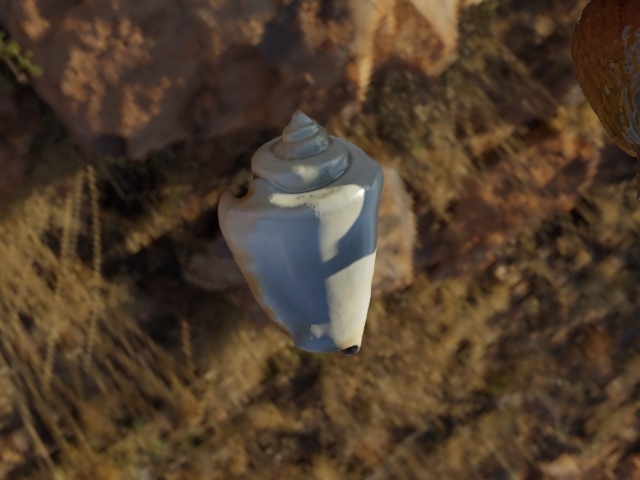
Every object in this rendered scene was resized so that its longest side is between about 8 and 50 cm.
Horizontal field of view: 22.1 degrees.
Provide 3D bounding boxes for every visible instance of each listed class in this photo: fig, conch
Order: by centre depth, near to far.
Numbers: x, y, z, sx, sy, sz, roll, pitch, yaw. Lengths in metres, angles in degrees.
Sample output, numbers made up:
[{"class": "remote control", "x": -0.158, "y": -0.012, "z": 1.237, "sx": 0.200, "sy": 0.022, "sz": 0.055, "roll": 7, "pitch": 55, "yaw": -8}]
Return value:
[{"class": "fig", "x": 0.223, "y": -0.112, "z": 1.090, "sx": 0.153, "sy": 0.119, "sz": 0.119, "roll": -69, "pitch": -178, "yaw": -52}, {"class": "conch", "x": -0.009, "y": -0.004, "z": 1.126, "sx": 0.104, "sy": 0.094, "sz": 0.176, "roll": -31, "pitch": 136, "yaw": -39}]
